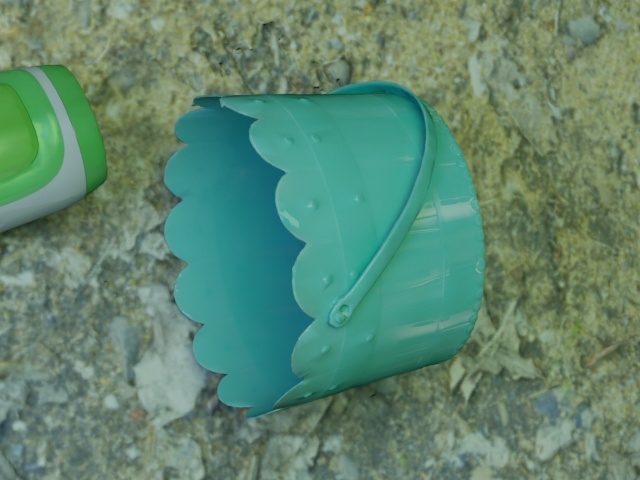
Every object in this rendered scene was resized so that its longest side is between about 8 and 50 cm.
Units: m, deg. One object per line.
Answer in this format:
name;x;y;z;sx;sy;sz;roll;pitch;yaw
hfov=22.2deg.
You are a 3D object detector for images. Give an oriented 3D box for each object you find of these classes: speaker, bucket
speaker;-0.331;-0.047;1.331;0.296;0.131;0.131;-22;89;-20
bucket;0.000;0.000;1.365;0.183;0.281;0.281;-9;84;-25
